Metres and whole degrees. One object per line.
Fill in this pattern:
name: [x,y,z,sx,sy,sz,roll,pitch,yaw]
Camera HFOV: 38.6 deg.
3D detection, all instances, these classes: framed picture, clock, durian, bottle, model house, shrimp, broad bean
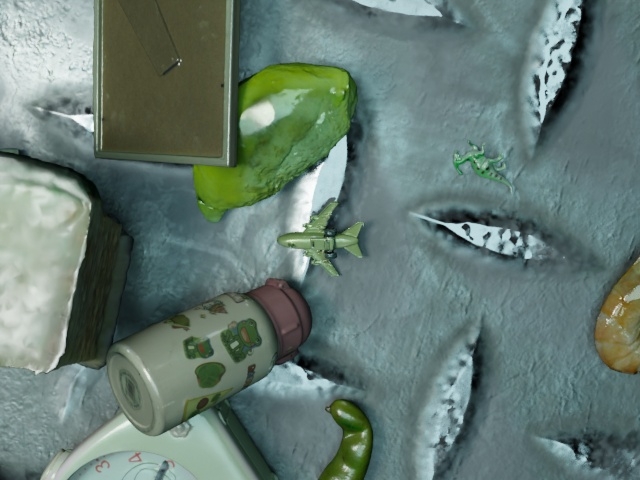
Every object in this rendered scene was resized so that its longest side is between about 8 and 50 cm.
framed picture: [-0.187,-0.236,1.081,0.211,0.020,0.289,6,98,28]
clock: [-0.227,0.345,1.168,0.324,0.108,0.265,-30,99,4]
durian: [-0.067,-0.129,1.108,0.250,0.101,0.139,-32,98,9]
bottle: [-0.120,0.129,1.092,0.253,0.120,0.120,-22,100,-36]
model house: [-0.379,0.039,1.046,0.299,0.284,0.243,9,80,5]
shrimp: [0.445,0.072,1.173,0.133,0.053,0.236,28,100,-3]
broad bean: [0.028,0.311,1.199,0.070,0.048,0.213,5,98,-5]

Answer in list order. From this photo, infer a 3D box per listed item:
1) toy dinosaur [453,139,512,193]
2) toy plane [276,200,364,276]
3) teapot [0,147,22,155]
toy dinosaur: [0.206,-0.090,1.162,0.062,0.021,0.083,-18,94,8]
toy plane: [0.000,0.000,1.160,0.111,0.040,0.102,-2,108,-3]
teapot: [-0.403,-0.075,1.134,0.057,0.066,0.088,10,75,14]
